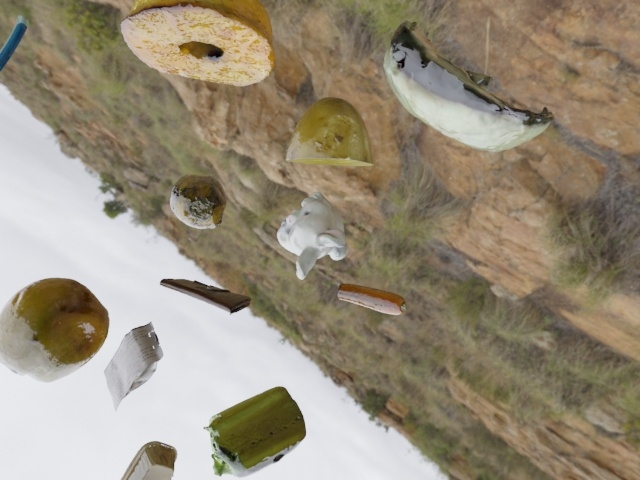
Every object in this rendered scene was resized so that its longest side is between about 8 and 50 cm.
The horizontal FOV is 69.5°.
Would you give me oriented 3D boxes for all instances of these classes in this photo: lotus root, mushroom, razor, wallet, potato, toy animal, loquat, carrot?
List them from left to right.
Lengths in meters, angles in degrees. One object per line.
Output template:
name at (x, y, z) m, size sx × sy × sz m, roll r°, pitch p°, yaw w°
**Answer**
razor at (-0.669, -0.389, 0.969) m, size 0.037 × 0.191 × 0.068 m, roll 31°, pitch 174°, yaw 15°
loquat at (-0.752, 0.246, 1.296) m, size 0.275 × 0.284 × 0.276 m, roll 17°, pitch 145°, yaw 13°
lotus root at (-0.439, -0.149, 1.666) m, size 0.195 × 0.179 × 0.397 m, roll 21°, pitch -172°, yaw -19°
wallet at (-0.337, 0.156, 1.372) m, size 0.255 × 0.031 × 0.137 m, roll 16°, pitch -172°, yaw 19°
toy animal at (-0.007, -0.008, 1.477) m, size 0.241 × 0.196 × 0.367 m, roll 44°, pitch -168°, yaw -5°
potato at (0.023, -0.253, 1.074) m, size 0.203 × 0.158 × 0.178 m, roll 1°, pitch -177°, yaw 24°
carrot at (0.161, 0.177, 1.411) m, size 0.225 × 0.067 × 0.067 m, roll 11°, pitch 162°, yaw 32°
mushroom at (0.261, -0.282, 0.890) m, size 0.344 × 0.130 × 0.247 m, roll 37°, pitch -148°, yaw 7°

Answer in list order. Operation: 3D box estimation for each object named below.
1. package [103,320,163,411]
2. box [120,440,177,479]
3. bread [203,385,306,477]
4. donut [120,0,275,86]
package at (-0.643, 0.415, 1.563) m, size 0.062 × 0.251 × 0.204 m, roll 42°, pitch 180°, yaw -42°
box at (-0.432, 0.595, 1.151) m, size 0.111 × 0.177 × 0.111 m, roll 31°, pitch 173°, yaw 4°
bread at (-0.241, 0.723, 1.742) m, size 0.208 × 0.376 × 0.251 m, roll -44°, pitch 68°, yaw 49°
donut at (-0.237, -0.426, 0.938) m, size 0.302 × 0.110 × 0.303 m, roll 5°, pitch 170°, yaw 1°
